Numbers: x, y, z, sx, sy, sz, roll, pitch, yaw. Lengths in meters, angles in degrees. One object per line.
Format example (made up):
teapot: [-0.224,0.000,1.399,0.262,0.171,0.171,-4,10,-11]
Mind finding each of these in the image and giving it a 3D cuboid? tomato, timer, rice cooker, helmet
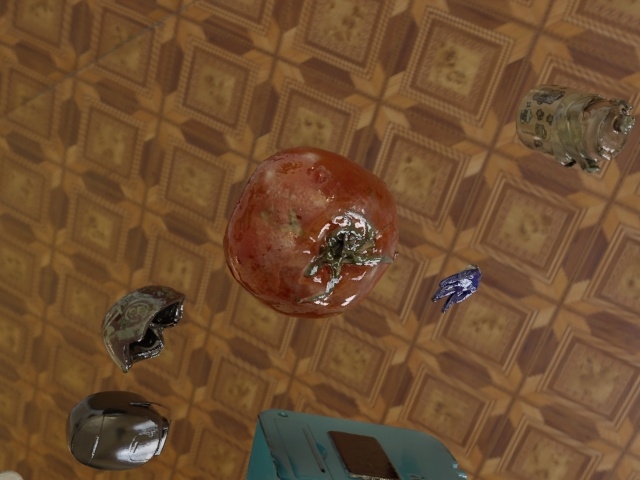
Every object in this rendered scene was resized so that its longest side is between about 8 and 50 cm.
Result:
tomato: [0.000,0.000,1.099,0.095,0.237,0.236,-134,44,-54]
timer: [0.050,0.288,1.031,0.250,0.232,0.091,8,99,-13]
rice cooker: [-0.386,0.361,1.692,0.118,0.203,0.142,40,112,49]
helmet: [-0.331,0.144,1.603,0.107,0.153,0.176,35,107,12]

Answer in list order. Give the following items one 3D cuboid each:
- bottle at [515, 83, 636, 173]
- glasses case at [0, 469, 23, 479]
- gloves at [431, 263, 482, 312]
bottle: [0.322,-0.140,1.105,0.152,0.099,0.098,32,131,57]
glasses case: [-0.608,0.450,1.520,0.049,0.197,0.076,164,95,-72]
gloves: [0.207,0.074,1.344,0.026,0.086,0.064,45,156,44]
